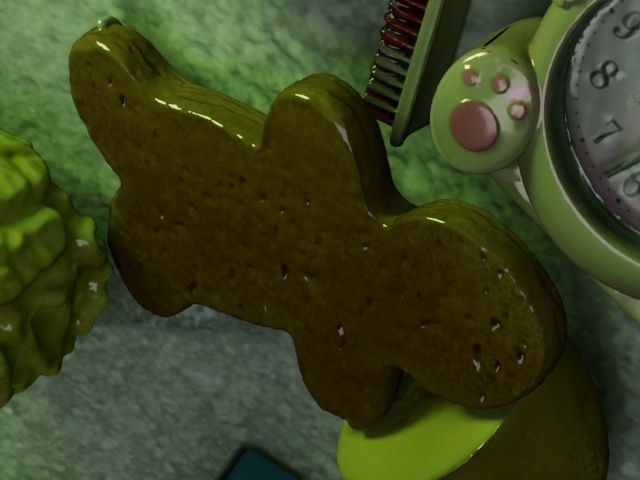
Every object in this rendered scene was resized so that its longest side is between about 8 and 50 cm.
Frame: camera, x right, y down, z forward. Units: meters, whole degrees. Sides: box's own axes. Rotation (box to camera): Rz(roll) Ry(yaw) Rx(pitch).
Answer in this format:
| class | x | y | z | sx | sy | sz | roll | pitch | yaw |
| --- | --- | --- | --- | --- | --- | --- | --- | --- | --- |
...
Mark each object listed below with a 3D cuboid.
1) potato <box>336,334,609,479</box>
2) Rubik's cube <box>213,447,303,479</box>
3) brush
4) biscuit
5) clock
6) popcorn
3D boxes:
| class | x | y | z | sx | sy | sz | roll | pitch | yaw |
| --- | --- | --- | --- | --- | --- | --- | --- | --- | --- |
| potato | 0.133 | 0.153 | 1.398 | 0.203 | 0.178 | 0.158 | -38 | 116 | 15 |
| Rubik's cube | -0.048 | 0.409 | 1.567 | 0.291 | 0.290 | 0.291 | 32 | 130 | 4 |
| brush | 0.086 | -0.204 | 1.239 | 0.050 | 0.060 | 0.321 | 33 | 131 | 19 |
| biscuit | 0.001 | -0.001 | 1.361 | 0.432 | 0.064 | 0.283 | 19 | 130 | 36 |
| clock | 0.252 | -0.088 | 1.170 | 0.284 | 0.114 | 0.309 | 46 | 124 | 6 |
| popcorn | -0.283 | 0.020 | 1.492 | 0.249 | 0.225 | 0.249 | 33 | 134 | 43 |
